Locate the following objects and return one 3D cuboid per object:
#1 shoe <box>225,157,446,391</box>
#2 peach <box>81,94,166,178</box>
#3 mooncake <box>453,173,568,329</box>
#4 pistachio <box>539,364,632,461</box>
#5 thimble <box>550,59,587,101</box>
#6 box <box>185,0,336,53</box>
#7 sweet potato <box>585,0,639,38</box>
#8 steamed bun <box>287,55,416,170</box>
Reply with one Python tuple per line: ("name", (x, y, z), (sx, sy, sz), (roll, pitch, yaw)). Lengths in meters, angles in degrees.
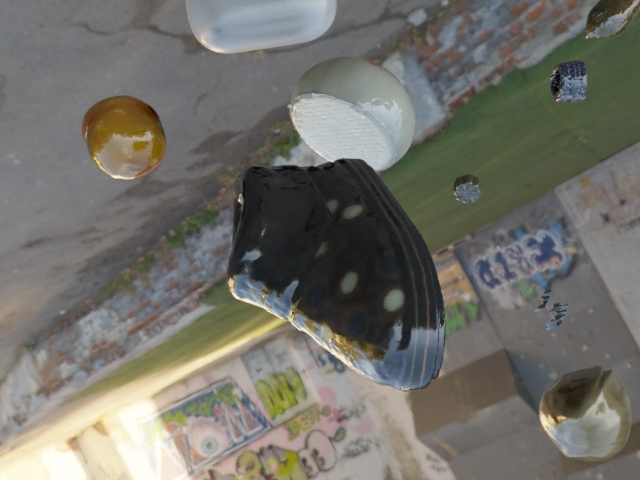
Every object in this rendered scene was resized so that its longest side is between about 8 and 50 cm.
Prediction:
("shoe", (-0.002, 0.034, 0.896), (0.237, 0.384, 0.171), (-7, 133, -14))
("peach", (-0.323, -0.173, 1.143), (0.138, 0.138, 0.138), (-26, 171, -5))
("mooncake", (0.373, 0.020, 1.377), (0.057, 0.347, 0.150), (-45, 176, -45))
("pistachio", (0.499, 0.319, 1.307), (0.293, 0.162, 0.182), (21, 89, -62))
("thimble", (0.566, -0.365, 1.596), (0.066, 0.095, 0.104), (-1, -146, 4))
("box", (-0.126, -0.544, 1.341), (0.288, 0.349, 0.141), (-8, 177, -1))
("sweet potato", (0.610, -0.487, 1.358), (0.273, 0.075, 0.075), (-47, 176, -15))
("steamed bun", (0.108, -0.381, 2.016), (0.241, 0.374, 0.374), (-58, -177, -21))
